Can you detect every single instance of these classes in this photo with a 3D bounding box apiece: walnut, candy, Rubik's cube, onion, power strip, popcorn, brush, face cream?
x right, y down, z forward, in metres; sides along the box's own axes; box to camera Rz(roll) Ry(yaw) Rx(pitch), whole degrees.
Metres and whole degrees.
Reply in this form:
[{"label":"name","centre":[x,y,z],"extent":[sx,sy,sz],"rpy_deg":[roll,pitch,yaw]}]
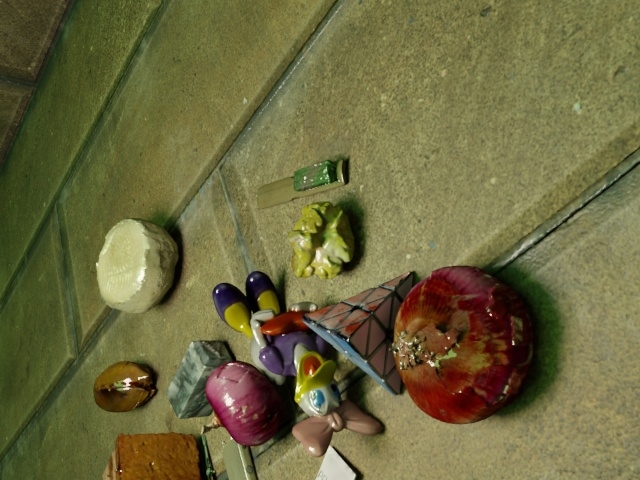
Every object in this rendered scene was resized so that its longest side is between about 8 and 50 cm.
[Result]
[{"label":"walnut","centre":[-0.538,0.397,1.789],"extent":[0.245,0.137,0.137],"rpy_deg":[-31,62,43]},{"label":"candy","centre":[-0.256,0.530,1.508],"extent":[0.056,0.049,0.184],"rpy_deg":[-27,50,10]},{"label":"Rubik's cube","centre":[0.081,0.189,1.063],"extent":[0.211,0.190,0.178],"rpy_deg":[-25,98,18]},{"label":"onion","centre":[0.182,0.145,0.942],"extent":[0.230,0.163,0.229],"rpy_deg":[-21,61,43]},{"label":"onion","centre":[-0.155,0.327,1.312],"extent":[0.153,0.177,0.177],"rpy_deg":[-43,50,10]},{"label":"power strip","centre":[-0.170,0.498,1.412],"extent":[0.076,0.028,0.168],"rpy_deg":[-43,56,38]},{"label":"popcorn","centre":[0.000,0.000,1.221],"extent":[0.125,0.126,0.145],"rpy_deg":[-122,32,-69]},{"label":"brush","centre":[-0.052,-0.113,1.352],"extent":[0.282,0.048,0.054],"rpy_deg":[-12,73,50]},{"label":"face cream","centre":[-0.004,0.505,1.197],"extent":[0.092,0.058,0.243],"rpy_deg":[32,103,52]}]

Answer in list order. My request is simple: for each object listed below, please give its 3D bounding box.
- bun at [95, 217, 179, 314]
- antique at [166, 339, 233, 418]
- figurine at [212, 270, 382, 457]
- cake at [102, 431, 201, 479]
[{"label":"bun","centre":[-0.470,0.071,1.737],"extent":[0.260,0.152,0.259],"rpy_deg":[-12,71,37]},{"label":"antique","centre":[-0.274,0.316,1.517],"extent":[0.086,0.088,0.183],"rpy_deg":[50,122,40]},{"label":"figurine","centre":[-0.060,0.217,1.227],"extent":[0.421,0.154,0.193],"rpy_deg":[34,130,51]},{"label":"cake","centre":[-0.409,0.597,1.534],"extent":[0.293,0.196,0.198],"rpy_deg":[-56,40,39]}]
